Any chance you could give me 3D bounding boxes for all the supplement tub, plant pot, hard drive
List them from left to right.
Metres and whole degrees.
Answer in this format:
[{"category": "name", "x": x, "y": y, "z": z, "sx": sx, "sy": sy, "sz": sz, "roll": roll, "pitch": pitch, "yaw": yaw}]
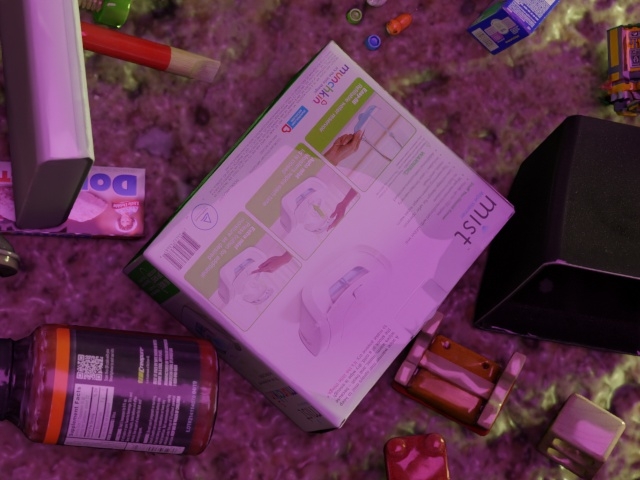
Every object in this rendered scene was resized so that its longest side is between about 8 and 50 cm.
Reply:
[{"category": "hard drive", "x": -0.239, "y": -0.207, "z": 1.439, "sx": 0.047, "sy": 0.233, "sz": 0.353, "roll": -4, "pitch": 78, "yaw": -15}, {"category": "supplement tub", "x": -0.192, "y": 0.126, "z": 1.482, "sx": 0.198, "sy": 0.106, "sz": 0.106, "roll": 7, "pitch": 80, "yaw": -13}, {"category": "plant pot", "x": 0.263, "y": -0.008, "z": 1.593, "sx": 0.187, "sy": 0.188, "sz": 0.167, "roll": 11, "pitch": 66, "yaw": -13}]

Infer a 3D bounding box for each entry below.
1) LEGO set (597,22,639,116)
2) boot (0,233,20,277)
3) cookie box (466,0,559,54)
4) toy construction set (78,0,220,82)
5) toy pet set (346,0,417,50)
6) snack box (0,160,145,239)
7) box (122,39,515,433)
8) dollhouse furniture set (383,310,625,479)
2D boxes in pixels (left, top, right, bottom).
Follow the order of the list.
[{"category": "LEGO set", "x": 0.423, "y": -0.117, "z": 1.592, "sx": 0.255, "sy": 0.331, "sz": 0.192, "roll": 4, "pitch": 82, "yaw": -35}, {"category": "boot", "x": -0.326, "y": -0.081, "z": 1.480, "sx": 0.190, "sy": 0.076, "sz": 0.208, "roll": 12, "pitch": 73, "yaw": 8}, {"category": "cookie box", "x": 0.201, "y": -0.236, "z": 1.648, "sx": 0.040, "sy": 0.092, "sz": 0.107, "roll": 43, "pitch": 73, "yaw": -8}, {"category": "toy construction set", "x": -0.075, "y": -0.292, "z": 1.536, "sx": 0.237, "sy": 0.257, "sz": 0.308, "roll": 15, "pitch": 99, "yaw": -25}, {"category": "toy pet set", "x": 0.065, "y": -0.265, "z": 1.629, "sx": 0.114, "sy": 0.065, "sz": 0.122, "roll": -36, "pitch": 92, "yaw": -17}, {"category": "snack box", "x": -0.246, "y": -0.036, "z": 1.534, "sx": 0.178, "sy": 0.022, "sz": 0.064, "roll": 2, "pitch": 79, "yaw": -14}, {"category": "box", "x": 0.000, "y": 0.000, "z": 1.540, "sx": 0.231, "sy": 0.127, "sz": 0.262, "roll": 41, "pitch": 74, "yaw": -6}, {"category": "dollhouse furniture set", "x": 0.213, "y": 0.249, "z": 1.571, "sx": 0.374, "sy": 0.152, "sz": 0.201, "roll": 28, "pitch": 76, "yaw": 8}]
